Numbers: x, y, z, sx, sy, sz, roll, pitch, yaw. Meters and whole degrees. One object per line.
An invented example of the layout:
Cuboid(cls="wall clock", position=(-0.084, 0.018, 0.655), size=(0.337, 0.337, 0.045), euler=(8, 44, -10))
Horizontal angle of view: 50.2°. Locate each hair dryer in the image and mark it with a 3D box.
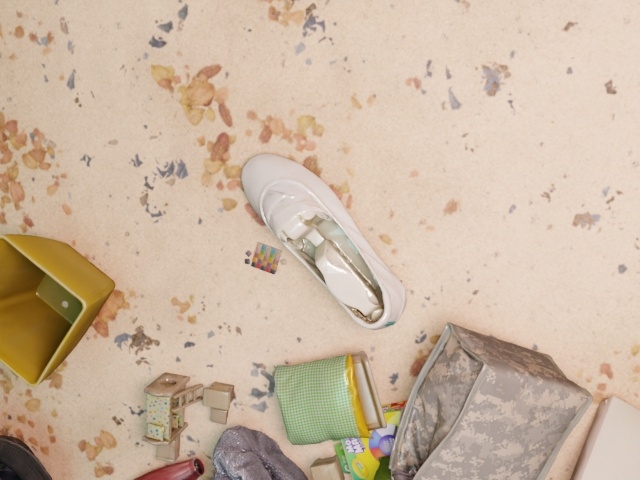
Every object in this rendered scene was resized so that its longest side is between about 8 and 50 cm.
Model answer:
Cuboid(cls="hair dryer", position=(-0.308, 0.571, 1.431), size=(0.223, 0.080, 0.293), euler=(16, 110, -5))

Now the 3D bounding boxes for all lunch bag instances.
Cuboid(cls="lunch bag", position=(0.267, 0.314, 1.143), size=(0.235, 0.169, 0.287), euler=(19, 105, -22))

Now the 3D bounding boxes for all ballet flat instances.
Cuboid(cls="ballet flat", position=(0.000, 0.000, 1.209), size=(0.139, 0.139, 0.400), euler=(-43, 88, 17))

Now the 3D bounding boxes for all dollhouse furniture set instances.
Cuboid(cls="dollhouse furniture set", position=(-0.262, 0.377, 1.355), size=(0.161, 0.101, 0.182), euler=(7, 101, 13))
Cuboid(cls="dollhouse furniture set", position=(0.022, 0.366, 1.203), size=(0.197, 0.151, 0.301), euler=(-16, 93, 16))

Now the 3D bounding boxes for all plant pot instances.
Cuboid(cls="plant pot", position=(-0.530, 0.115, 1.330), size=(0.212, 0.187, 0.212), euler=(38, 106, 6))

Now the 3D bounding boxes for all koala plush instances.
Cuboid(cls="koala plush", position=(-0.173, 0.494, 1.320), size=(0.221, 0.196, 0.203), euler=(-45, 76, 17))

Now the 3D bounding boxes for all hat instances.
Cuboid(cls="hat", position=(-0.714, 0.496, 1.472), size=(0.331, 0.134, 0.331), euler=(0, 114, 1))

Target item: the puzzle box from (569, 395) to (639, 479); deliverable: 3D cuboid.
Cuboid(cls="puzzle box", position=(0.509, 0.494, 1.089), size=(0.272, 0.052, 0.409), euler=(31, 67, 7))

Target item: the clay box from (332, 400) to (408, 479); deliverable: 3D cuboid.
Cuboid(cls="clay box", position=(0.125, 0.378, 1.285), size=(0.222, 0.053, 0.127), euler=(-16, 95, 15))

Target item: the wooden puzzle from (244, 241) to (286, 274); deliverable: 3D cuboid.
Cuboid(cls="wooden puzzle", position=(-0.104, 0.034, 1.304), size=(0.083, 0.006, 0.049), euler=(20, 104, 10))
